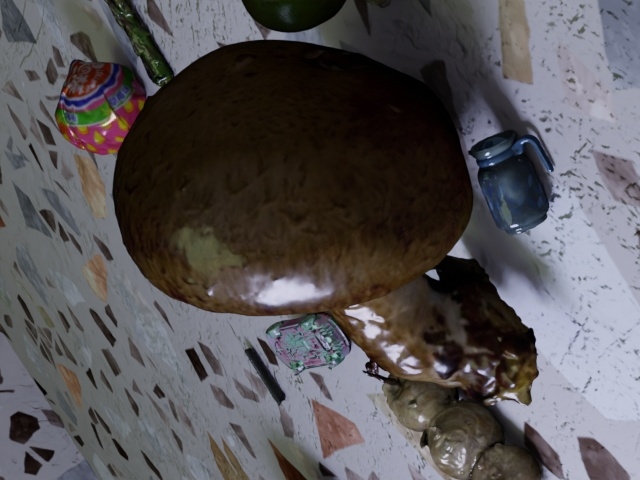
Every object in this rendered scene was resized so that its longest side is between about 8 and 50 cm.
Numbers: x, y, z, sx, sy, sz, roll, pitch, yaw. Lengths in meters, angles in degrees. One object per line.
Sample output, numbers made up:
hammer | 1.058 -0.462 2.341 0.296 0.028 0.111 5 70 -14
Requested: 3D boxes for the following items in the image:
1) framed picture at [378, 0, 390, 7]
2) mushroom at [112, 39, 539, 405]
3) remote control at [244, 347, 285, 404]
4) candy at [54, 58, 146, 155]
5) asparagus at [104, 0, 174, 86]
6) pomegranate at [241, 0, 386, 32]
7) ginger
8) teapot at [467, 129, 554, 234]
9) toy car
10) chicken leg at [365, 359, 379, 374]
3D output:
framed picture | -0.041 -0.366 1.410 0.315 0.024 0.232 39 150 39
mushroom | -0.006 -0.017 1.414 0.331 0.334 0.356 -112 9 -45
remote control | -0.078 0.190 2.230 0.091 0.016 0.034 56 174 7
candy | -0.249 -0.093 2.154 0.124 0.124 0.365 38 159 42
asparagus | -0.231 -0.263 1.951 0.165 0.030 0.036 60 -177 -8
pomegranate | -0.004 -0.229 1.350 0.142 0.114 0.114 11 135 24
ginger | 0.153 0.209 1.668 0.204 0.080 0.104 45 -173 33
teapot | 0.163 -0.049 1.342 0.063 0.049 0.083 4 122 65
toy car | -0.014 0.121 1.949 0.069 0.055 0.142 55 149 -11
chicken leg | 0.087 0.100 1.674 0.053 0.093 0.205 24 168 -11
